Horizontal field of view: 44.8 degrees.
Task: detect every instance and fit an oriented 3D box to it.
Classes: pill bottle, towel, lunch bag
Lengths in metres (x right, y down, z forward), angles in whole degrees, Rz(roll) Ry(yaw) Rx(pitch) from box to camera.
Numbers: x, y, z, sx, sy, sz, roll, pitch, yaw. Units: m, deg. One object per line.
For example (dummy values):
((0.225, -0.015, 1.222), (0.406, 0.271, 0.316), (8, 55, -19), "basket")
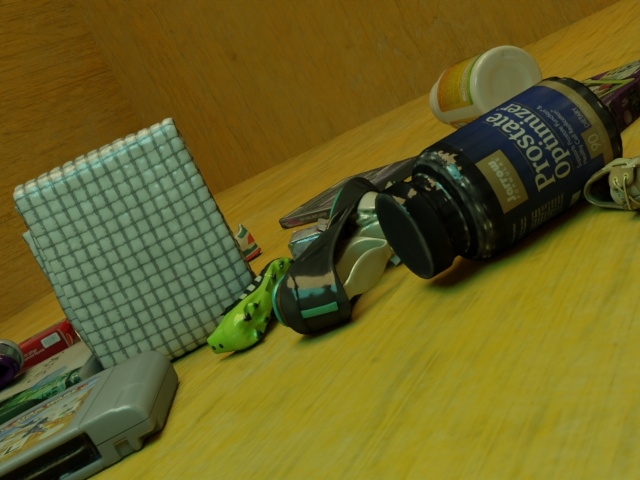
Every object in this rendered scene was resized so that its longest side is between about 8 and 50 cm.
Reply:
((0.167, -0.057, 0.744), (0.219, 0.123, 0.123), (-31, 10, -14), "pill bottle")
((-0.229, 0.012, 1.003), (0.235, 0.284, 0.121), (-27, 9, -1), "towel")
((0.000, 0.000, 1.114), (0.083, 0.053, 0.071), (-17, 13, 9), "lunch bag")
((0.296, -0.276, 1.453), (0.136, 0.136, 0.245), (-30, 10, -11), "pill bottle")

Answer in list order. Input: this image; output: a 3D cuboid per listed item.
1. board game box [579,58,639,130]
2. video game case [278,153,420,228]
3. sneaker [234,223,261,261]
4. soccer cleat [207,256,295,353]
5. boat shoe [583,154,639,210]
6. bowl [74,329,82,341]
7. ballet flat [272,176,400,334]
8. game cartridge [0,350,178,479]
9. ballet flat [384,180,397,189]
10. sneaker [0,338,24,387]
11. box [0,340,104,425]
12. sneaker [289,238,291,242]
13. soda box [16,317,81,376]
((0.319, -0.151, 1.032), (0.347, 0.056, 0.208), (-35, 16, -33), "board game box")
((0.057, -0.092, 1.502), (0.196, 0.026, 0.274), (-34, 12, -29), "video game case")
((-0.192, 0.028, 1.416), (0.161, 0.075, 0.057), (-31, 10, -16), "sneaker")
((-0.076, 0.074, 0.930), (0.072, 0.060, 0.179), (-24, 14, 31), "soccer cleat")
((0.264, -0.045, 0.648), (0.045, 0.050, 0.135), (-32, 0, -3), "boat shoe")
((-0.406, 0.161, 1.402), (0.142, 0.053, 0.142), (-32, 9, -23), "bowl")
((0.045, 0.010, 0.865), (0.096, 0.095, 0.280), (-11, 28, 30), "ballet flat")
((-0.296, 0.219, 0.817), (0.297, 0.062, 0.198), (-28, 14, 1), "game cartridge")
((0.103, -0.046, 1.065), (0.052, 0.057, 0.168), (-37, 9, 5), "ballet flat")
((-0.528, 0.211, 1.085), (0.223, 0.083, 0.098), (-31, 14, -16), "sneaker")
((-0.423, 0.234, 1.061), (0.322, 0.058, 0.232), (-29, 10, 4), "box")
((-0.013, -0.001, 1.194), (0.083, 0.035, 0.031), (-25, 11, 20), "sneaker")
((-0.511, 0.229, 1.251), (0.263, 0.083, 0.092), (-29, 10, -5), "soda box")
